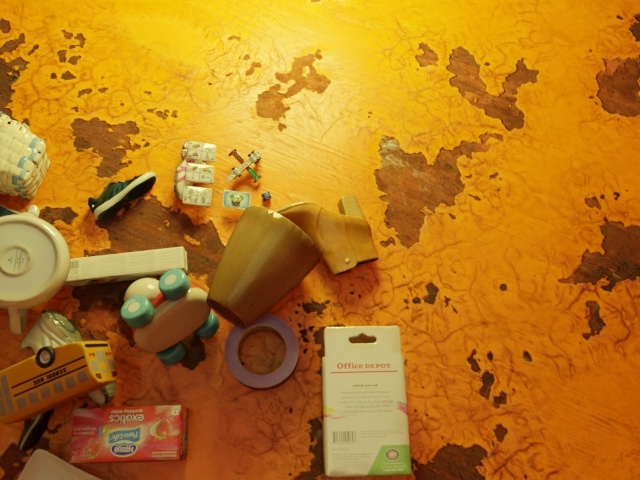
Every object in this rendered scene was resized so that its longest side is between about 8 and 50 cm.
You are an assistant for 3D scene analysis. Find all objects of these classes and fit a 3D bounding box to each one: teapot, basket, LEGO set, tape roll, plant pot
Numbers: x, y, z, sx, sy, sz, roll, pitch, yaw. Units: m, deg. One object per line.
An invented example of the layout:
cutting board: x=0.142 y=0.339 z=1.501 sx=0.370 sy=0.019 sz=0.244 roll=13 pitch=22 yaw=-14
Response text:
teapot: x=-0.754 y=0.066 z=1.524 sx=0.256 sy=0.187 sz=0.252 roll=-44 pitch=93 yaw=-19
basket: x=-0.895 y=-0.241 z=1.623 sx=0.289 sy=0.255 sz=0.200 roll=19 pitch=72 yaw=-15
LEGO set: x=-0.260 y=-0.176 z=1.716 sx=0.245 sy=0.060 sz=0.182 roll=6 pitch=80 yaw=-12
tape roll: x=-0.149 y=0.288 z=1.552 sx=0.189 sy=0.080 sz=0.188 roll=1 pitch=72 yaw=-2
plant pot: x=-0.168 y=0.083 z=1.523 sx=0.237 sy=0.237 sz=0.254 roll=32 pitch=66 yaw=9

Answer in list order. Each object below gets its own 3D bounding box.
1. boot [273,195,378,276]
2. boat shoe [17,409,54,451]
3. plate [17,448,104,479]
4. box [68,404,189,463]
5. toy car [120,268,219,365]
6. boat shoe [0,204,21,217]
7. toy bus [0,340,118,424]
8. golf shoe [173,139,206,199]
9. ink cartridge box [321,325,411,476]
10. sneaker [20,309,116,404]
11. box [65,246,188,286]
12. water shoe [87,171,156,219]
boot: x=0.001 y=0.000 z=1.644 sx=0.295 sy=0.104 sz=0.211 roll=-12 pitch=71 yaw=-10
boat shoe: x=-0.707 y=0.443 z=1.495 sx=0.049 sy=0.056 sz=0.152 roll=18 pitch=67 yaw=16
plate: x=-0.618 y=0.677 z=1.419 sx=0.278 sy=0.045 sz=0.277 roll=24 pitch=73 yaw=6
box: x=-0.455 y=0.468 z=1.455 sx=0.257 sy=0.122 sz=0.128 roll=0 pitch=72 yaw=-2
toy car: x=-0.417 y=0.154 z=1.555 sx=0.210 sy=0.219 sz=0.238 roll=-38 pitch=48 yaw=-14
boat shoe: x=-0.839 y=-0.048 z=1.647 sx=0.183 sy=0.066 sz=0.066 roll=34 pitch=73 yaw=-1
toy bus: x=-0.656 y=0.333 z=1.422 sx=0.333 sy=0.108 sz=0.130 roll=-24 pitch=78 yaw=9
golf shoe: x=-0.366 y=-0.199 z=1.718 sx=0.086 sy=0.067 sz=0.186 roll=11 pitch=71 yaw=1
ink cartridge box: x=0.106 y=0.397 z=1.502 sx=0.207 sy=0.119 sz=0.353 roll=0 pitch=72 yaw=-2
sneaker: x=-0.634 y=0.313 z=1.527 sx=0.297 sy=0.111 sz=0.129 roll=41 pitch=86 yaw=18
box: x=-0.524 y=0.072 z=1.621 sx=0.324 sy=0.063 sz=0.067 roll=-7 pitch=73 yaw=-5
water shoe: x=-0.559 y=-0.144 z=1.690 sx=0.203 sy=0.073 sz=0.080 roll=-38 pitch=74 yaw=-14
